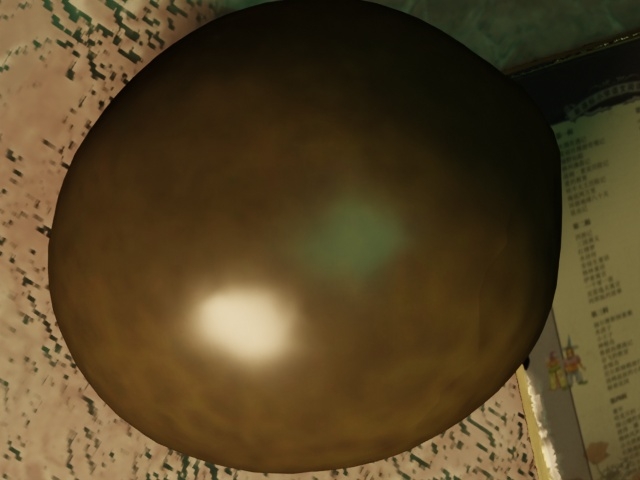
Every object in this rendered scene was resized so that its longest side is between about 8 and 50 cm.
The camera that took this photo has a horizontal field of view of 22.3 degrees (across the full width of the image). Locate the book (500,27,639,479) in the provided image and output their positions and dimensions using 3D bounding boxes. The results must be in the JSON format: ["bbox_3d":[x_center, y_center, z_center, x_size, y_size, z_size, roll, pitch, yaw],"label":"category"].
[{"bbox_3d":[0.159,0.014,0.797,0.157,0.026,0.231,-18,104,-20],"label":"book"}]

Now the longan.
[{"bbox_3d":[0.000,0.000,0.649,0.212,0.198,0.198,5,96,-21],"label":"longan"}]
